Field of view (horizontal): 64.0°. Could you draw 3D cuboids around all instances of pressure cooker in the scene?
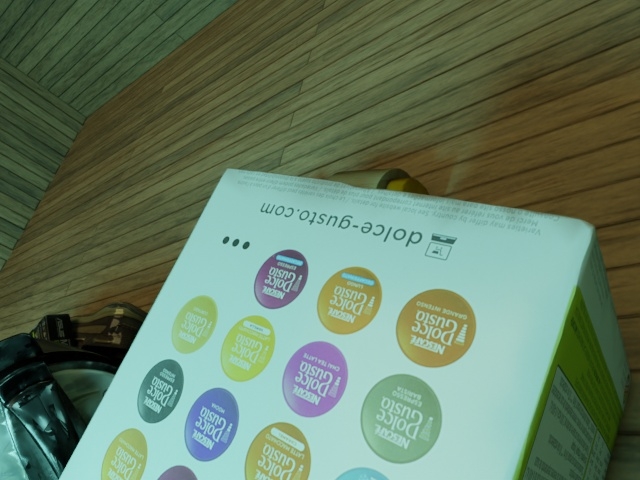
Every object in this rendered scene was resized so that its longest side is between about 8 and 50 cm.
[{"bbox_3d":[-0.482,0.372,0.897,0.420,0.370,0.376,-6,60,48],"label":"pressure cooker"}]

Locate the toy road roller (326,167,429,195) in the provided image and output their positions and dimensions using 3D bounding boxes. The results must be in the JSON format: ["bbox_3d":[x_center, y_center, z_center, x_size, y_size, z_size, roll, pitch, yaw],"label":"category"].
[{"bbox_3d":[0.000,0.000,0.797,0.202,0.240,0.330,4,63,47],"label":"toy road roller"}]

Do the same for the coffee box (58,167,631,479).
[{"bbox_3d":[0.050,0.176,0.476,0.337,0.338,0.334,13,71,39],"label":"coffee box"}]

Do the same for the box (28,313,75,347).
[{"bbox_3d":[-0.662,0.344,1.250,0.216,0.060,0.270,-37,64,35],"label":"box"}]

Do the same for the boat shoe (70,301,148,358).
[{"bbox_3d":[-0.574,0.262,1.281,0.355,0.132,0.130,-26,44,32],"label":"boat shoe"}]
